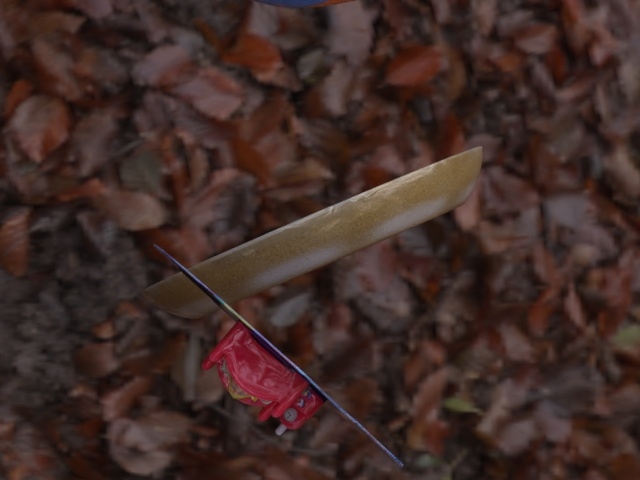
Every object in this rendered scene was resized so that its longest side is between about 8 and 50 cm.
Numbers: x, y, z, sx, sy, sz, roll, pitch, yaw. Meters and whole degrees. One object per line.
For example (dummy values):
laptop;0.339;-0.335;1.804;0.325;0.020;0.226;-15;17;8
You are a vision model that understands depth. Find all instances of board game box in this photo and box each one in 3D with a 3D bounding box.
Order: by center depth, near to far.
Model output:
board game box;-0.031;0.071;0.750;0.033;0.133;0.169;-49;135;-5

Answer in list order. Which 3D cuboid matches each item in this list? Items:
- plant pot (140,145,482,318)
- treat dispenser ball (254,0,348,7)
plant pot;0.000;0.000;0.948;0.236;0.236;0.032;-23;89;-35
treat dispenser ball;-0.016;-0.338;1.232;0.288;0.288;0.288;3;85;-35
